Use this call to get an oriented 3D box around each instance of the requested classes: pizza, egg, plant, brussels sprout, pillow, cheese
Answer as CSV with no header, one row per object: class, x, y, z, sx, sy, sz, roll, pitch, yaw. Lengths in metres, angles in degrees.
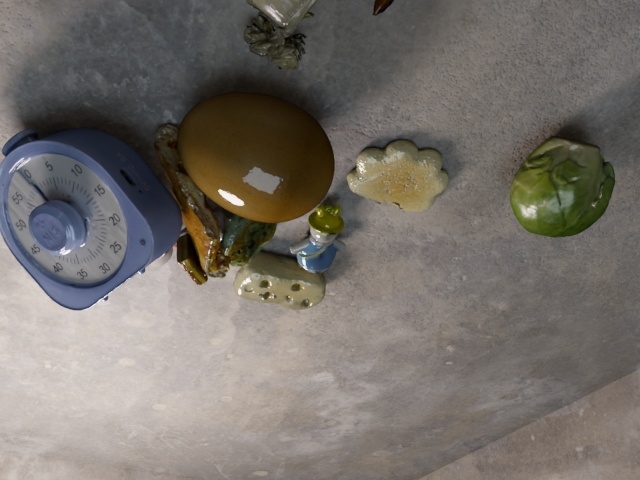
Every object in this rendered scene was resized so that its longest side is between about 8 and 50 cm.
pizza,-0.276,-0.076,1.205,0.073,0.182,0.366,-24,103,-21
egg,-0.127,-0.168,1.101,0.322,0.250,0.250,18,133,-18
plant,-0.070,-0.376,0.991,0.116,0.105,0.122,30,122,-20
brussels sprout,0.558,-0.119,1.272,0.243,0.244,0.244,-3,138,-3
pillow,-0.037,-0.444,0.895,0.119,0.053,0.208,36,122,-23
cheese,-0.109,0.121,1.544,0.262,0.093,0.159,13,136,-20

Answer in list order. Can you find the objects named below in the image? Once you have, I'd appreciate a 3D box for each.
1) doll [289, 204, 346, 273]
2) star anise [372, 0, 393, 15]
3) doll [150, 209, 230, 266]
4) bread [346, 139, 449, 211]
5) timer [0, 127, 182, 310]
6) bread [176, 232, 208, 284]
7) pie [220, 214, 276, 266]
doll,0.000,-0.001,1.417,0.135,0.099,0.241,22,135,4
star anise,0.127,-0.478,0.892,0.212,0.111,0.196,34,120,-26
doll,-0.370,-0.022,1.341,0.271,0.144,0.208,-17,158,17
bread,0.196,-0.154,1.310,0.250,0.039,0.182,16,134,-22
timer,-0.519,-0.059,1.147,0.394,0.173,0.395,8,117,16
bread,-0.300,0.044,1.275,0.035,0.090,0.094,-23,136,5
pie,-0.177,-0.011,1.353,0.187,0.041,0.187,-41,154,-25
